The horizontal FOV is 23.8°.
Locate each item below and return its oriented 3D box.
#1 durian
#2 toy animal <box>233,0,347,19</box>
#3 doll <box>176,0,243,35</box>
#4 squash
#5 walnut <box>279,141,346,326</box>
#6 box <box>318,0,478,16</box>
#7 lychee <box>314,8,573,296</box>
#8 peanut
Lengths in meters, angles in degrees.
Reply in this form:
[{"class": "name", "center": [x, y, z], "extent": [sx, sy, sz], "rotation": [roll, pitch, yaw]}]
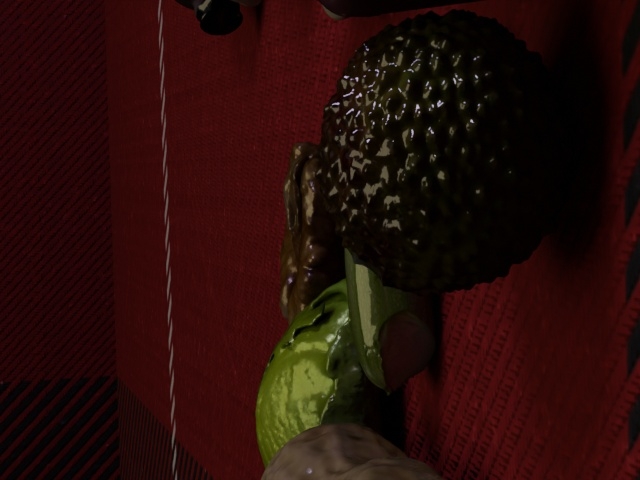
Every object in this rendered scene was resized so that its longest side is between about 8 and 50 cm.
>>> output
[{"class": "durian", "center": [0.010, 0.149, 1.300], "extent": [0.139, 0.101, 0.250], "rotation": [10, 101, 50]}, {"class": "toy animal", "center": [-0.087, -0.292, 1.206], "extent": [0.206, 0.265, 0.271], "rotation": [49, 144, 39]}, {"class": "doll", "center": [-0.143, -0.363, 1.770], "extent": [0.182, 0.117, 0.257], "rotation": [105, 157, -46]}, {"class": "squash", "center": [0.052, 0.000, 1.168], "extent": [0.069, 0.069, 0.238], "rotation": [169, 98, -76]}, {"class": "walnut", "center": [0.000, 0.000, 1.367], "extent": [0.143, 0.069, 0.170], "rotation": [-123, 35, -66]}, {"class": "box", "center": [0.046, -0.250, 0.919], "extent": [0.294, 0.193, 0.167], "rotation": [-120, 26, -63]}, {"class": "lychee", "center": [0.075, -0.057, 0.896], "extent": [0.171, 0.171, 0.171], "rotation": [178, 90, -76]}, {"class": "peanut", "center": [0.042, 0.224, 1.103], "extent": [0.159, 0.143, 0.291], "rotation": [-52, 23, 9]}]
